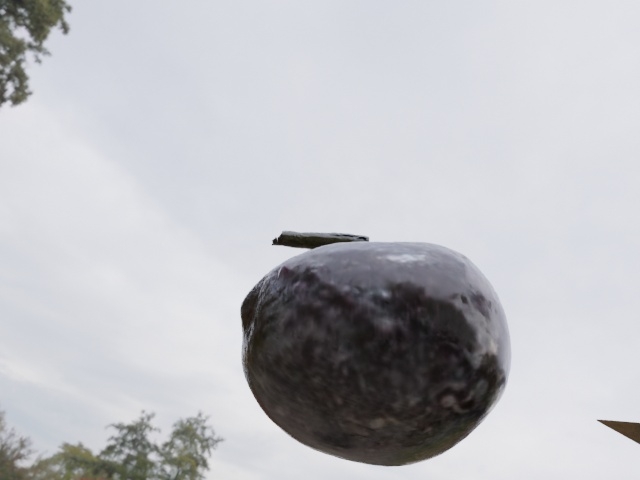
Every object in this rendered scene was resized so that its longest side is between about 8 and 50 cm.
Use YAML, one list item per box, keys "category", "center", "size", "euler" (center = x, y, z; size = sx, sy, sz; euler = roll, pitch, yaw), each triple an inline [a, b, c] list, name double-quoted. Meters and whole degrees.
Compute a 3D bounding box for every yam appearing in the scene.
- category: "yam"
  center: [0.000, 0.000, 0.728]
  size: [0.129, 0.027, 0.033]
  euler: [6, -38, -2]

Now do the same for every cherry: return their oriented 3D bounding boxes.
- category: "cherry"
  center: [0.061, 0.113, 0.563]
  size: [0.295, 0.218, 0.255]
  euler: [10, -33, -17]

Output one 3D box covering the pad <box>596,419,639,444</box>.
- category: "pad"
  center: [0.508, 0.298, 0.691]
  size: [0.264, 0.009, 0.159]
  euler: [29, -15, 5]
